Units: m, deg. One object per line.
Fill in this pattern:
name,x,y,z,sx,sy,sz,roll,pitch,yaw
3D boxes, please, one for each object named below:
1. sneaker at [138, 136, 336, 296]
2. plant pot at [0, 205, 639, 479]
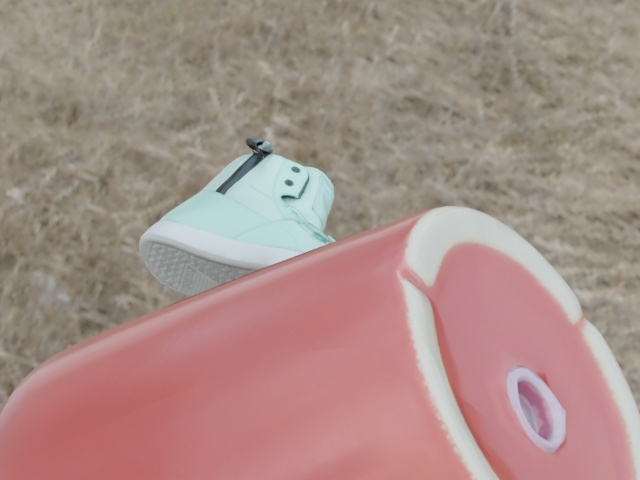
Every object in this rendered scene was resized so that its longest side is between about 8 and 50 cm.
sneaker,0.000,0.000,1.142,0.256,0.094,0.151,20,50,25
plant pot,0.013,0.123,0.712,0.275,0.243,0.275,37,37,-34
